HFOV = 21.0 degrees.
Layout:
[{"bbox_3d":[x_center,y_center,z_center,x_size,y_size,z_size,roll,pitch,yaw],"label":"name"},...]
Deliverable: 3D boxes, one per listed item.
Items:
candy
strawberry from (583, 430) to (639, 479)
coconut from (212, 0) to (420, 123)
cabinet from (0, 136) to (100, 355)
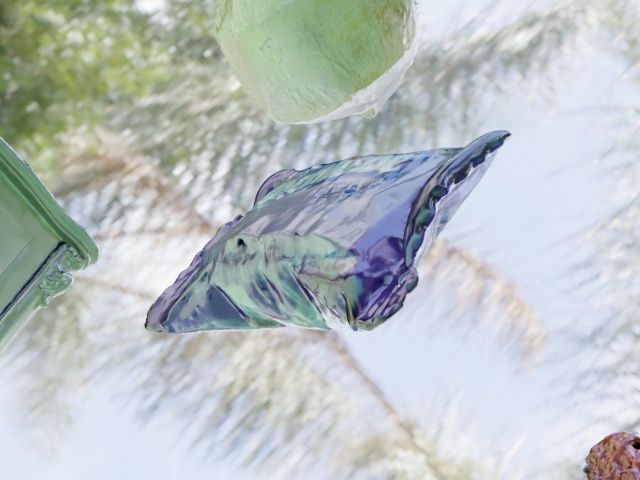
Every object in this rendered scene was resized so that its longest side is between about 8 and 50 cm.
[{"bbox_3d":[0.000,0.000,1.000,0.070,0.145,0.275,51,-27,-18],"label":"candy"},{"bbox_3d":[0.346,0.245,1.586,0.111,0.190,0.236,-58,-134,24],"label":"strawberry"},{"bbox_3d":[0.000,-0.189,1.523,0.194,0.194,0.194,21,-48,26],"label":"coconut"},{"bbox_3d":[-0.436,0.068,1.666,0.290,0.318,0.227,-22,-64,43],"label":"cabinet"}]
